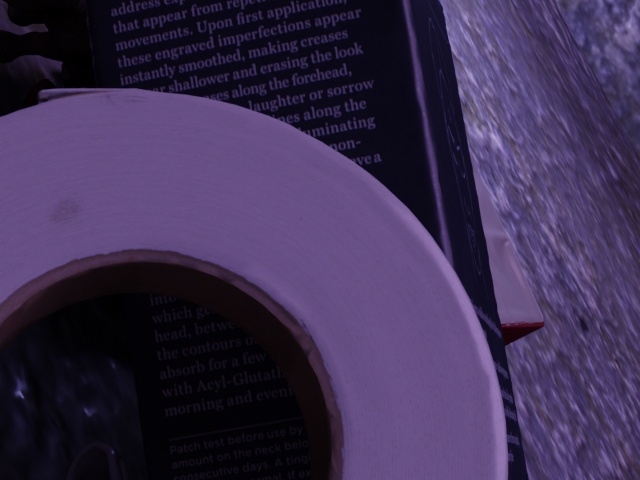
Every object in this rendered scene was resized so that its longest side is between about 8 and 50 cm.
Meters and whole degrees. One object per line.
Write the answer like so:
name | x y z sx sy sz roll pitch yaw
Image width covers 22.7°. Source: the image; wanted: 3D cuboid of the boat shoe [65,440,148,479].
boat shoe | -0.144 0.219 0.954 0.084 0.095 0.258 48 16 -21

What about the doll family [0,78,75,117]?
doll family | -0.209 -0.034 1.095 0.111 0.076 0.193 53 27 -32

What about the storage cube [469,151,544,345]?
storage cube | 0.056 0.032 1.419 0.215 0.193 0.183 5 60 -62

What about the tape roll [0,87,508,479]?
tape roll | -0.095 0.110 0.839 0.072 0.392 0.392 119 -49 -70

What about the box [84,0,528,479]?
box | 0.000 0.000 1.095 0.293 0.212 0.395 37 43 -76

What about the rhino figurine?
rhino figurine | -0.181 -0.159 1.170 0.243 0.106 0.073 54 34 -65
